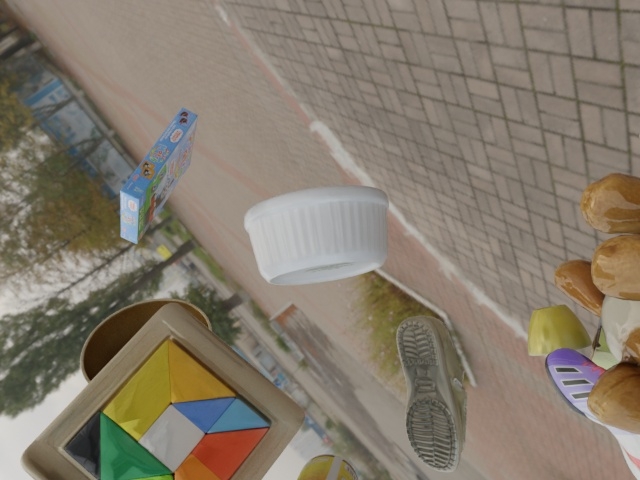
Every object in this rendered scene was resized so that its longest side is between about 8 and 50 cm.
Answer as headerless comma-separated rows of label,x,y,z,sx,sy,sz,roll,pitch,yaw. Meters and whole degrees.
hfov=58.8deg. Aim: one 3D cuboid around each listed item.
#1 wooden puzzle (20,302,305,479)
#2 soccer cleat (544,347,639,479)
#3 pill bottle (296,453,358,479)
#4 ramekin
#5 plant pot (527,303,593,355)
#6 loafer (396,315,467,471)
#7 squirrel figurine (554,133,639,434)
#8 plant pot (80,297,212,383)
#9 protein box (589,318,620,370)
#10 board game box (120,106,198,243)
wooden puzzle,-0.165,0.217,0.635,0.221,0.238,0.044,39,153,4
soccer cleat,0.481,0.258,0.905,0.318,0.109,0.116,-117,24,-58
pill bottle,0.002,0.456,0.974,0.117,0.117,0.215,47,-176,8
ramekin,0.000,0.000,1.033,0.273,0.273,0.127,112,150,-76
plant pot,0.516,0.194,1.251,0.134,0.134,0.095,124,135,-77
loafer,0.195,0.246,0.929,0.102,0.092,0.268,0,102,41
squirrel figurine,0.471,0.001,0.559,0.397,0.281,0.370,14,121,14
plant pot,-0.308,0.286,1.116,0.237,0.237,0.254,37,145,41
protein box,0.620,0.204,1.057,0.200,0.136,0.201,13,154,26
board game box,-0.294,-0.117,1.033,0.039,0.211,0.160,25,147,-4
